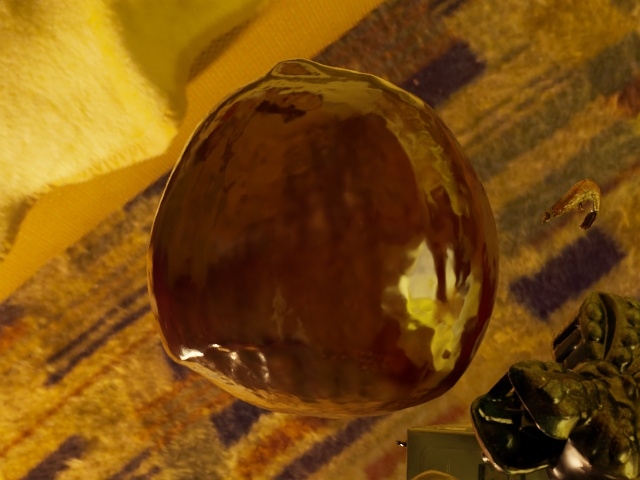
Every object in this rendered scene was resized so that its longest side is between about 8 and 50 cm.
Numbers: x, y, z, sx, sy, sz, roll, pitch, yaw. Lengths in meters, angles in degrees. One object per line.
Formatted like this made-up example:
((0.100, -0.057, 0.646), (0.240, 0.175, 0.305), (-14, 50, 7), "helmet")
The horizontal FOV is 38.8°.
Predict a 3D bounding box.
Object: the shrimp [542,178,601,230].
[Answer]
((0.423, -0.048, 1.525), (0.127, 0.091, 0.025), (-28, 29, -16), "shrimp")

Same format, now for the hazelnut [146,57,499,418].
((0.000, 0.000, 1.047), (0.420, 0.352, 0.421), (1, 91, 42), "hazelnut")

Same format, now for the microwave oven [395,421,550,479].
((0.277, 0.449, 1.311), (0.286, 0.218, 0.355), (-4, 81, 33), "microwave oven")

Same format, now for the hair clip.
((0.339, 0.198, 1.109), (0.206, 0.310, 0.194), (46, 134, 15), "hair clip")

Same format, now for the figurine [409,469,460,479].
((0.146, 0.345, 0.812), (0.206, 0.365, 0.218), (25, 80, 4), "figurine")
